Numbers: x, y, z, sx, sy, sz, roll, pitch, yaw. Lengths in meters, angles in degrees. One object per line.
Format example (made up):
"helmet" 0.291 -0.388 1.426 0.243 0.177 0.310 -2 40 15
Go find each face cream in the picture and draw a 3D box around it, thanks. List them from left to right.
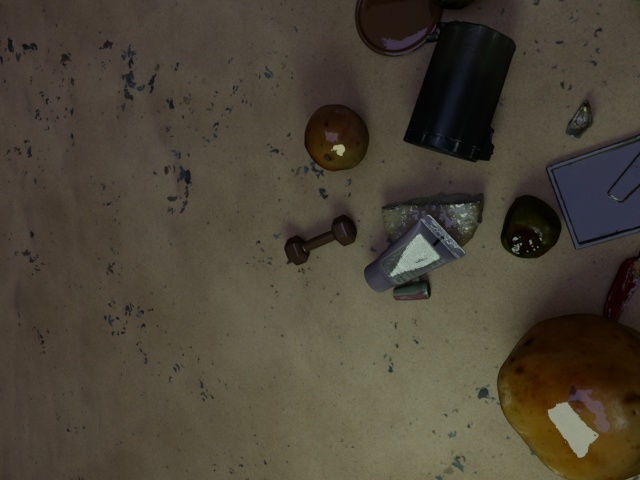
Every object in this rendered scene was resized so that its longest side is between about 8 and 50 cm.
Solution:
"face cream" 0.241 0.047 1.329 0.154 0.096 0.274 47 128 -9

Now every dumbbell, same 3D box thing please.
"dumbbell" 0.000 0.000 1.486 0.231 0.092 0.082 -23 115 24

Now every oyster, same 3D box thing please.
"oyster" 0.654 -0.299 1.212 0.051 0.034 0.093 45 122 30

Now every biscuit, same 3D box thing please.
"biscuit" 0.316 -0.038 1.348 0.281 0.084 0.179 -9 95 24

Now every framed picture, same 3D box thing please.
"framed picture" 0.753 -0.131 1.192 0.315 0.024 0.232 -19 88 24

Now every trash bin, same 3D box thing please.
"trash bin" 0.356 -0.372 1.240 0.252 0.203 0.301 17 101 1

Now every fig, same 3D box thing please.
"fig" 0.536 -0.035 1.242 0.144 0.154 0.165 -10 60 38

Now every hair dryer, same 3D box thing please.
"hair dryer" 0.261 0.096 1.414 0.106 0.054 0.154 -8 82 28

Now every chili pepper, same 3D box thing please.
"chili pepper" 0.751 0.117 1.205 0.050 0.059 0.268 38 117 55

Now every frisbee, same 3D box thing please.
"frisbee" 0.218 -0.646 1.366 0.251 0.021 0.251 2 95 22

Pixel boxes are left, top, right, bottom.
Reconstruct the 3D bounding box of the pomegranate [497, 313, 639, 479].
"pomegranate" 0.604 0.364 1.143 0.410 0.410 0.410 2 96 22

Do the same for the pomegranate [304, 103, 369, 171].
"pomegranate" 0.048 -0.294 1.384 0.191 0.191 0.191 2 96 22

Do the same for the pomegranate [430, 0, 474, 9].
"pomegranate" 0.349 -0.665 1.189 0.214 0.214 0.248 -44 49 20
